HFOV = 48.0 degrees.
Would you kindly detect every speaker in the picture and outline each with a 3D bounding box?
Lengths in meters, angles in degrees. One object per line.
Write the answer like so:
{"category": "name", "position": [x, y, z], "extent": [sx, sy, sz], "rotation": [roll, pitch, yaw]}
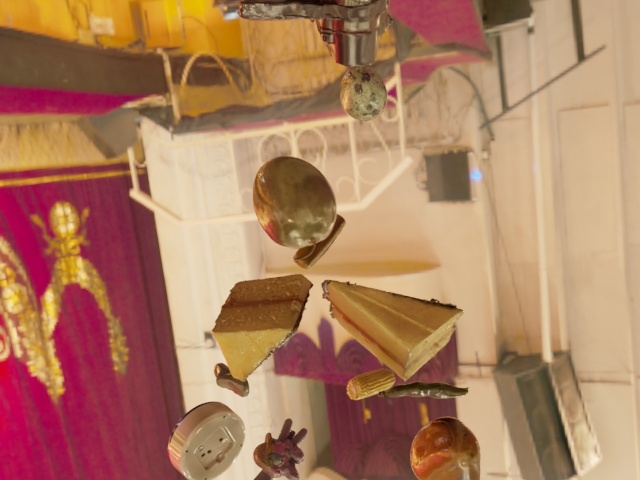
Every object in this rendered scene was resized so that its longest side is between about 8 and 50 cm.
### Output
{"category": "speaker", "position": [0.018, -0.449, 1.193], "extent": [0.259, 0.330, 0.198], "rotation": [-22, -136, -33]}

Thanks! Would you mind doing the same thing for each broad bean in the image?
{"category": "broad bean", "position": [0.331, 0.484, 2.328], "extent": [0.297, 0.060, 0.043], "rotation": [-2, -150, 11]}

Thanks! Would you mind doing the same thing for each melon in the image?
{"category": "melon", "position": [-0.080, -0.115, 2.219], "extent": [0.271, 0.308, 0.272], "rotation": [-34, -176, 3]}

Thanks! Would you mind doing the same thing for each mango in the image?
{"category": "mango", "position": [0.304, 0.512, 1.739], "extent": [0.136, 0.167, 0.236], "rotation": [1, 163, -21]}

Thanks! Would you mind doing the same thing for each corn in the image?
{"category": "corn", "position": [0.173, 0.488, 2.458], "extent": [0.081, 0.081, 0.248], "rotation": [-1, 180, 34]}

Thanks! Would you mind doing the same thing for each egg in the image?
{"category": "egg", "position": [0.118, -0.410, 1.996], "extent": [0.132, 0.172, 0.132], "rotation": [-9, -129, 12]}

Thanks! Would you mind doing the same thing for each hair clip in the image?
{"category": "hair clip", "position": [-0.125, 0.596, 1.843], "extent": [0.137, 0.278, 0.090], "rotation": [30, 168, 10]}

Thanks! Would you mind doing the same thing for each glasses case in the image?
{"category": "glasses case", "position": [0.000, 0.000, 2.424], "extent": [0.079, 0.064, 0.234], "rotation": [28, -116, 23]}

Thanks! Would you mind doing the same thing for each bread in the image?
{"category": "bread", "position": [0.208, 0.222, 2.159], "extent": [0.242, 0.405, 0.346], "rotation": [-46, 173, -21]}
{"category": "bread", "position": [-0.128, 0.233, 1.946], "extent": [0.236, 0.198, 0.263], "rotation": [-15, -154, 19]}

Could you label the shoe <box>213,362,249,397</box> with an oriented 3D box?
{"category": "shoe", "position": [-0.313, 0.470, 2.393], "extent": [0.078, 0.079, 0.195], "rotation": [-14, -155, -34]}

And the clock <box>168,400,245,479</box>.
{"category": "clock", "position": [-0.332, 0.595, 2.120], "extent": [0.230, 0.231, 0.083], "rotation": [-14, -151, -39]}
